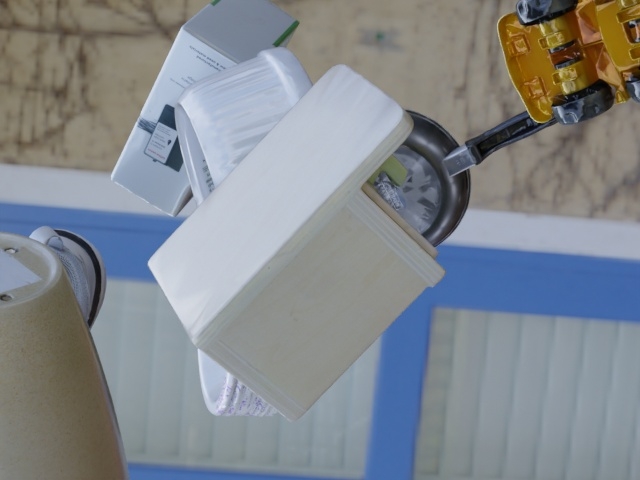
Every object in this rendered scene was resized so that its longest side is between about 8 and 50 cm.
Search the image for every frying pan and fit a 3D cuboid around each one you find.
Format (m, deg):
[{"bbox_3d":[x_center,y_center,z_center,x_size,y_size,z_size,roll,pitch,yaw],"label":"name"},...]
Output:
[{"bbox_3d":[0.147,-0.066,1.602,0.053,0.326,0.197,-72,-21,-67],"label":"frying pan"}]

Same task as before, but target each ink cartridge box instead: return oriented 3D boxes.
[{"bbox_3d":[-0.123,-0.148,1.407,0.208,0.087,0.153,-57,0,35],"label":"ink cartridge box"}]

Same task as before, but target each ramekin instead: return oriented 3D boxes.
[{"bbox_3d":[-0.058,-0.065,1.214,0.207,0.109,0.207,162,90,-78],"label":"ramekin"}]

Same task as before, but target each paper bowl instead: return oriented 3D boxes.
[{"bbox_3d":[-0.083,0.109,1.900,0.284,0.148,0.284,-177,90,-76],"label":"paper bowl"}]

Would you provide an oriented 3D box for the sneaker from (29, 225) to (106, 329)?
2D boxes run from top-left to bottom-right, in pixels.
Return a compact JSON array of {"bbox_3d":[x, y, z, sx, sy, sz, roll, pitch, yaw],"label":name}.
[{"bbox_3d":[-0.325,0.149,1.302,0.210,0.137,0.366,121,172,-81],"label":"sneaker"}]

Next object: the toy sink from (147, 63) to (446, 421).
[{"bbox_3d":[0.000,0.000,1.059,0.234,0.131,0.153,-47,31,2],"label":"toy sink"}]

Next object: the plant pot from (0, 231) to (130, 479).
[{"bbox_3d":[-0.273,0.141,1.085,0.256,0.256,0.274,-96,12,-62],"label":"plant pot"}]

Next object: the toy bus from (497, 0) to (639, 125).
[{"bbox_3d":[0.334,-0.235,1.448,0.211,0.220,0.149,-36,-74,-52],"label":"toy bus"}]
